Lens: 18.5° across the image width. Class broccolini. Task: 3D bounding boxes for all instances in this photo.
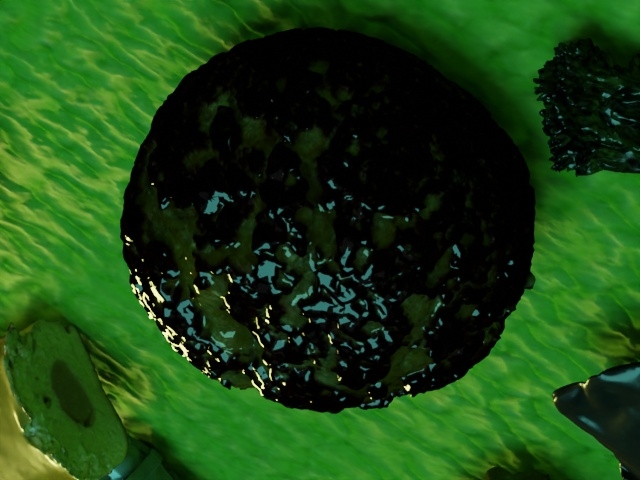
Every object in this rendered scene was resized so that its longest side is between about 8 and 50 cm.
[{"bbox_3d":[0.208,-0.056,1.017,0.201,0.058,0.074,8,159,0],"label":"broccolini"}]

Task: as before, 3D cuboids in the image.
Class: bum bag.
[{"bbox_3d":[0.245,0.141,1.223,0.123,0.060,0.248,-4,137,39],"label":"bum bag"}]

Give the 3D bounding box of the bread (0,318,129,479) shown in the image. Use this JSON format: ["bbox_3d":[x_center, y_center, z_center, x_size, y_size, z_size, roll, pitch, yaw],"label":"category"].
[{"bbox_3d":[-0.229,0.138,1.480,0.173,0.085,0.134,-33,84,49],"label":"bread"}]

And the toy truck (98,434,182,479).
[{"bbox_3d":[-0.180,0.248,1.615,0.140,0.108,0.256,47,141,-6],"label":"toy truck"}]

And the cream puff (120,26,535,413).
[{"bbox_3d":[0.000,0.000,1.107,0.239,0.165,0.239,17,142,14],"label":"cream puff"}]

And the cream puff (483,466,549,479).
[{"bbox_3d":[0.138,0.236,1.365,0.156,0.121,0.156,17,151,10],"label":"cream puff"}]
